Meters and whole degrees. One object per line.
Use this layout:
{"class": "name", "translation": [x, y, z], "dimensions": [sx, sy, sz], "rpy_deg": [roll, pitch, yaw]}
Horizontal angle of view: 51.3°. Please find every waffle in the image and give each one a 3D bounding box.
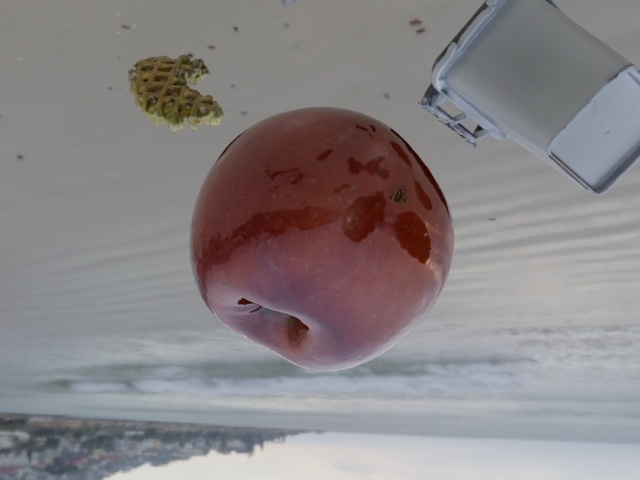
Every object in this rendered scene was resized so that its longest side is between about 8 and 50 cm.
{"class": "waffle", "translation": [-0.232, -0.249, 1.098], "dimensions": [0.149, 0.194, 0.051], "rpy_deg": [-15, 138, -26]}

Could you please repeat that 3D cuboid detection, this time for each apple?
{"class": "apple", "translation": [0.000, 0.000, 0.654], "dimensions": [0.260, 0.216, 0.260], "rpy_deg": [25, 151, 15]}

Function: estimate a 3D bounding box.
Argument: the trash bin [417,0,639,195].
{"class": "trash bin", "translation": [0.379, -0.245, 1.153], "dimensions": [0.256, 0.367, 0.296], "rpy_deg": [30, 110, -36]}
